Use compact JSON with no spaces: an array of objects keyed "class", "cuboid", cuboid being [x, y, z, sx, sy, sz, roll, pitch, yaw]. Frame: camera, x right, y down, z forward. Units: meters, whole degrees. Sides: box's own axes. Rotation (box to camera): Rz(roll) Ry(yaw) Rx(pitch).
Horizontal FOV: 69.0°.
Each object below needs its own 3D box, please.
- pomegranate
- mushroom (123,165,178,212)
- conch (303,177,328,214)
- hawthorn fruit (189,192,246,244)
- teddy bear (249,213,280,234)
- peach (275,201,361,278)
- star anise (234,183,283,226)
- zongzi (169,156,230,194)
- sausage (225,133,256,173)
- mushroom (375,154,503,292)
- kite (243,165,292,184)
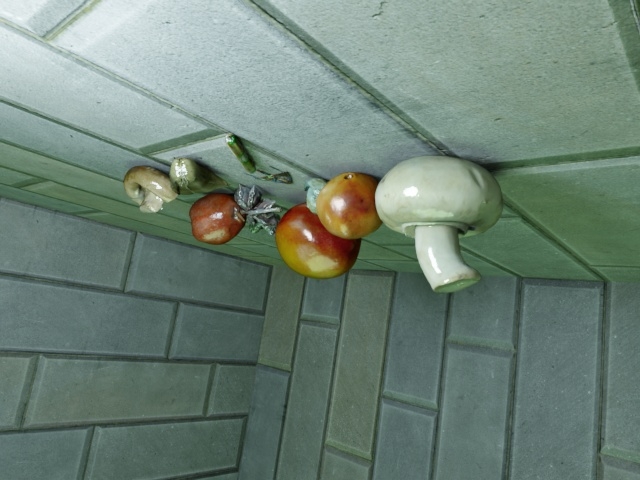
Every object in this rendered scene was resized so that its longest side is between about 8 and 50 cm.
[{"class":"pomegranate","cuboid":[0.096,-0.101,1.360,0.209,0.209,0.209,8,170,1]},{"class":"mushroom","cuboid":[-0.617,-0.194,1.642,0.286,0.156,0.151,0,147,45]},{"class":"conch","cuboid":[0.004,-0.142,1.491,0.116,0.106,0.173,42,164,30]},{"class":"hawthorn fruit","cuboid":[-0.386,-0.088,1.845,0.262,0.210,0.210,-6,164,32]},{"class":"teddy bear","cuboid":[-0.234,-0.088,2.002,0.133,0.111,0.213,-32,-162,-22]},{"class":"peach","cuboid":[0.000,0.000,1.728,0.332,0.307,0.308,7,171,39]},{"class":"star anise","cuboid":[-0.234,-0.121,1.709,0.209,0.089,0.231,41,159,-14]},{"class":"zongzi","cuboid":[-0.385,-0.204,1.500,0.198,0.099,0.194,0,173,-16]},{"class":"sausage","cuboid":[-0.223,-0.240,1.314,0.033,0.032,0.269,7,170,7]},{"class":"mushroom","cuboid":[0.311,-0.083,1.158,0.315,0.315,0.356,15,-158,-34]},{"class":"kite","cuboid":[-0.153,-0.205,1.521,0.160,0.010,0.183,17,167,-40]}]
